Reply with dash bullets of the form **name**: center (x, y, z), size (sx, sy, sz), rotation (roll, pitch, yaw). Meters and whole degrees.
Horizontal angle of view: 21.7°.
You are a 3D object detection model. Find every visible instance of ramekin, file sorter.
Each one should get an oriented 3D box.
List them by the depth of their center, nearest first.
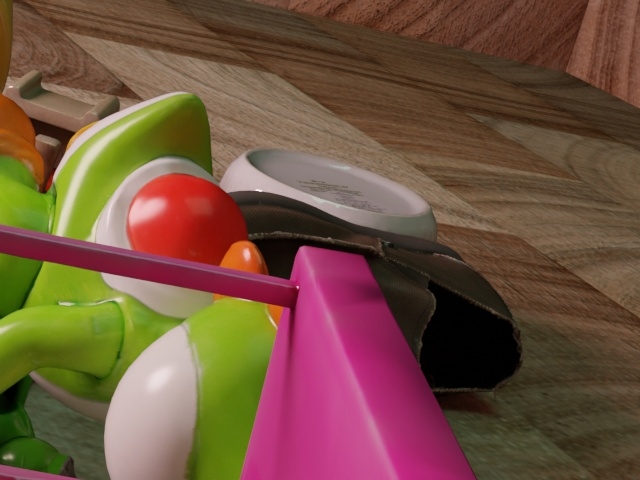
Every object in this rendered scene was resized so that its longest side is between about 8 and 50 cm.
- **file sorter**: center (-0.094, 0.152, 0.371), size (0.182, 0.291, 0.202), rotation (11, 15, -11)
- **ramekin**: center (0.000, 0.000, 1.388), size (0.207, 0.109, 0.207), rotation (16, 14, -4)

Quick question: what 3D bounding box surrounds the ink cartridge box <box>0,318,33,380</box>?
- **ink cartridge box**: center (-0.260, 0.036, 1.058), size (0.180, 0.060, 0.104), rotation (18, 15, 6)

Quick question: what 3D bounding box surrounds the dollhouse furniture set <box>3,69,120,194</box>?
- **dollhouse furniture set**: center (-0.235, -0.019, 1.237), size (0.262, 0.135, 0.259), rotation (19, 26, 7)

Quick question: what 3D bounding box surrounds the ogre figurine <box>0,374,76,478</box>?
- **ogre figurine**: center (-0.197, 0.102, 0.825), size (0.118, 0.097, 0.197), rotation (-11, 18, -39)

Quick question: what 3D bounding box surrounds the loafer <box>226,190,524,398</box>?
- **loafer**: center (0.020, 0.050, 1.173), size (0.366, 0.134, 0.130), rotation (1, 21, -45)

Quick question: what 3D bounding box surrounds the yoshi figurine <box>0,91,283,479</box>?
- **yoshi figurine**: center (-0.077, 0.083, 0.747), size (0.362, 0.203, 0.203), rotation (44, -14, 47)

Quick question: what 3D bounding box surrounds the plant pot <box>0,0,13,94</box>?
- **plant pot**: center (-0.298, -0.079, 0.938), size (0.254, 0.254, 0.239), rotation (10, 44, -24)
